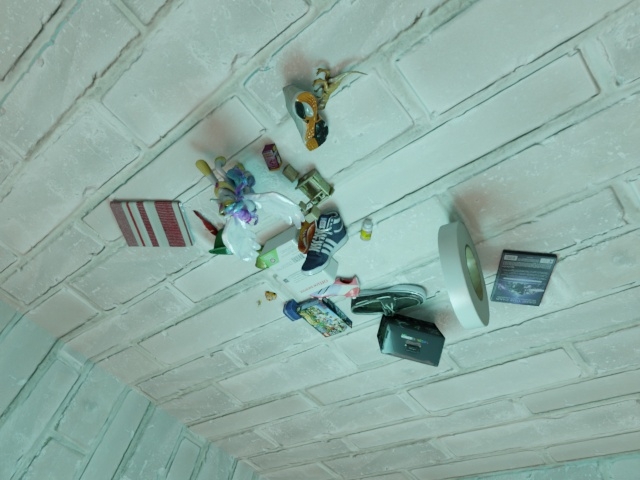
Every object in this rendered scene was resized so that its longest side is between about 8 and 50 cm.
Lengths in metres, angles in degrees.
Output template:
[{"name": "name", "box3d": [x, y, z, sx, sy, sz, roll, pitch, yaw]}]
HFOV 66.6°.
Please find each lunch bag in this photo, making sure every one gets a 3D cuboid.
[{"name": "lunch bag", "box3d": [-0.130, 0.336, 2.304, 0.065, 0.067, 0.098, -24, 122, 31]}]

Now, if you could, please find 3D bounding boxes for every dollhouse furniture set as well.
[{"name": "dollhouse furniture set", "box3d": [-0.052, -0.187, 1.771, 0.101, 0.161, 0.182, -32, 118, 33]}]

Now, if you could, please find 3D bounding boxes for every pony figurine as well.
[{"name": "pony figurine", "box3d": [-0.280, -0.130, 1.741, 0.303, 0.363, 0.351, -41, 130, 12]}]

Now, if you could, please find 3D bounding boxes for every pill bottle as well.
[{"name": "pill bottle", "box3d": [0.182, -0.038, 1.920, 0.043, 0.043, 0.083, 10, 132, 5]}]

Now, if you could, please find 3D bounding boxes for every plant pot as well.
[{"name": "plant pot", "box3d": [-0.246, 0.068, 2.103, 0.083, 0.083, 0.079, 1, 118, 13]}]

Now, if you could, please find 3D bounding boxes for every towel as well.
[{"name": "towel", "box3d": [-0.727, -0.073, 2.123, 0.329, 0.037, 0.237, 0, 128, 11]}]

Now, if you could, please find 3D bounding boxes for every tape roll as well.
[{"name": "tape roll", "box3d": [0.517, 0.121, 1.749, 0.072, 0.392, 0.392, -16, 125, 26]}]

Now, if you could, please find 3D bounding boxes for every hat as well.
[{"name": "hat", "box3d": [-0.401, -0.043, 2.075, 0.173, 0.183, 0.208, -13, 168, 31]}]

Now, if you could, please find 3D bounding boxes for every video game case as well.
[{"name": "video game case", "box3d": [0.804, 0.154, 1.945, 0.196, 0.026, 0.274, 5, 132, 10]}]

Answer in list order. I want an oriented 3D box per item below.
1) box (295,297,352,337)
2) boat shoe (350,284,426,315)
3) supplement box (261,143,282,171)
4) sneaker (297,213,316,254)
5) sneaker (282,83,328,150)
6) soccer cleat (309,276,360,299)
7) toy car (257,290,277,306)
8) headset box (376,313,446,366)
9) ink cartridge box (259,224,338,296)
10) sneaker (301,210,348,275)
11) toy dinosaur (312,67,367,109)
[{"name": "box", "box3d": [0.019, 0.361, 2.291, 0.159, 0.044, 0.233, -26, 125, 30]}, {"name": "boat shoe", "box3d": [0.291, 0.278, 2.115, 0.335, 0.119, 0.121, -9, 127, 21]}, {"name": "supplement box", "box3d": [-0.175, -0.302, 1.774, 0.043, 0.055, 0.083, -8, 128, 18]}, {"name": "sneaker", "box3d": [-0.048, -0.030, 1.925, 0.064, 0.175, 0.067, 10, 170, 30]}, {"name": "sneaker", "box3d": [-0.053, -0.416, 1.632, 0.099, 0.121, 0.262, -33, 147, -10]}, {"name": "soccer cleat", "box3d": [0.055, 0.205, 2.151, 0.248, 0.083, 0.095, -1, 102, 21]}, {"name": "toy car", "box3d": [-0.253, 0.289, 2.312, 0.060, 0.040, 0.122, 28, 130, -10]}, {"name": "headset box", "box3d": [0.383, 0.418, 2.094, 0.246, 0.283, 0.131, 14, 94, 1]}, {"name": "ink cartridge box", "box3d": [-0.087, 0.088, 2.048, 0.198, 0.114, 0.273, -27, 119, 32]}, {"name": "sneaker", "box3d": [0.000, 0.000, 1.857, 0.099, 0.282, 0.153, 7, 129, 36]}, {"name": "toy dinosaur", "box3d": [0.040, -0.505, 1.553, 0.112, 0.064, 0.211, 21, 144, -29]}]
